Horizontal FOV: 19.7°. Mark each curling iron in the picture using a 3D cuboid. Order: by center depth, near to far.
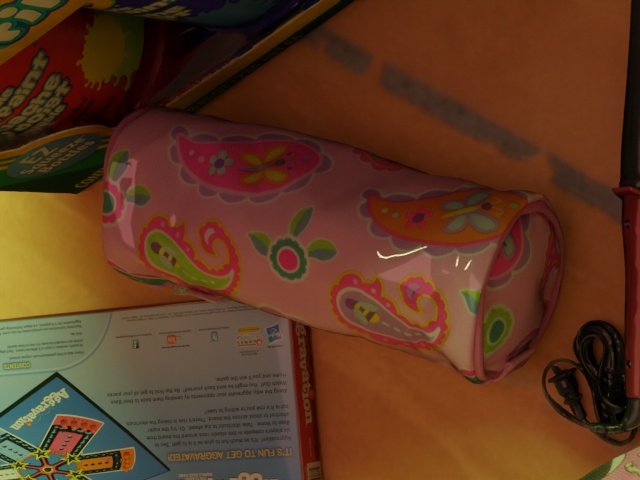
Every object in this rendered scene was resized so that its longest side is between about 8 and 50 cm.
[{"bbox_3d":[0.173,-0.018,1.054,0.068,0.035,0.274,8,95,29],"label":"curling iron"}]

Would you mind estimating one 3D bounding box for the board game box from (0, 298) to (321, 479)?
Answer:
[{"bbox_3d":[-0.129,0.116,1.232,0.281,0.027,0.145,-6,86,29],"label":"board game box"}]

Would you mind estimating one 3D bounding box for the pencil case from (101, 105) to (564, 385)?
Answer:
[{"bbox_3d":[0.000,0.000,1.104,0.284,0.124,0.124,14,97,27],"label":"pencil case"}]

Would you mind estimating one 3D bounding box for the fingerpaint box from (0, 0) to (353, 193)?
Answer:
[{"bbox_3d":[-0.120,-0.197,1.030,0.445,0.371,0.163,-32,75,25],"label":"fingerpaint box"}]

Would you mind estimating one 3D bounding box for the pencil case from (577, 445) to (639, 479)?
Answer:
[{"bbox_3d":[0.245,0.169,0.948,0.386,0.167,0.160,-26,116,27],"label":"pencil case"}]
